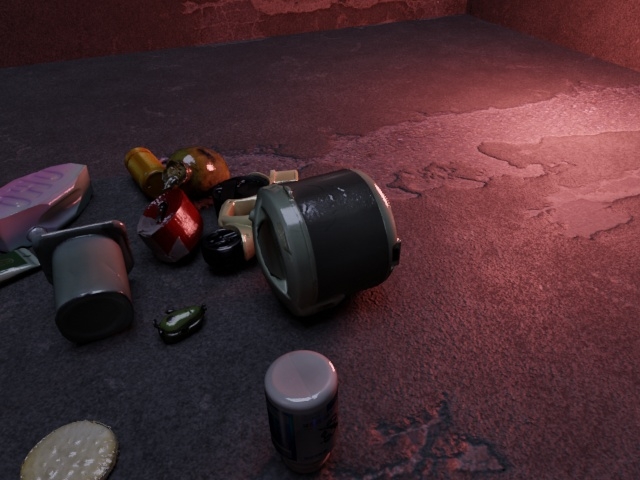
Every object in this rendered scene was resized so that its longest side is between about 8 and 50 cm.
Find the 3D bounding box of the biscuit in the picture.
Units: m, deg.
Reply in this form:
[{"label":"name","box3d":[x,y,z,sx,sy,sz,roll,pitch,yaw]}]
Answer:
[{"label":"biscuit","box3d":[-0.403,0.354,0.815,0.152,0.020,0.152,-2,35,1]}]

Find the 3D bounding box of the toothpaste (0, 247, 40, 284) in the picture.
[{"label":"toothpaste","box3d":[-0.838,0.118,1.132,0.099,0.061,0.392,29,41,29]}]

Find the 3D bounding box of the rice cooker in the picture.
[{"label":"rice cooker","box3d":[-0.003,0.001,1.088,0.277,0.288,0.288,-17,38,-19]}]

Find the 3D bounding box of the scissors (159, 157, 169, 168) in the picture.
[{"label":"scissors","box3d":[-0.459,-0.231,1.636,0.110,0.021,0.212,-21,39,-22]}]

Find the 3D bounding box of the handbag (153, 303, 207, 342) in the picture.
[{"label":"handbag","box3d":[-0.287,0.166,1.050,0.111,0.047,0.072,-27,44,-28]}]

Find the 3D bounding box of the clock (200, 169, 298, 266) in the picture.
[{"label":"clock","box3d":[-0.161,-0.070,1.323,0.277,0.120,0.379,-8,35,-3]}]

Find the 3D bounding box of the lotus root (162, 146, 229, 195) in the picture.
[{"label":"lotus root","box3d":[-0.359,-0.194,1.432,0.154,0.153,0.278,11,12,17]}]

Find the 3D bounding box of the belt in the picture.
[{"label":"belt","box3d":[-0.368,-0.033,1.270,0.128,0.124,0.200,-25,32,9]}]

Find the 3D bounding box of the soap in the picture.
[{"label":"soap","box3d":[-0.781,-0.099,1.391,0.193,0.109,0.323,10,36,15]}]

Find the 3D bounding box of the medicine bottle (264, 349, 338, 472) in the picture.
[{"label":"medicine bottle","box3d":[-0.026,0.268,0.774,0.107,0.191,0.107,-1,35,1]}]

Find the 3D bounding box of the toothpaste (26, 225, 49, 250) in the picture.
[{"label":"toothpaste","box3d":[-0.648,0.042,1.242,0.234,0.057,0.089,36,43,30]}]

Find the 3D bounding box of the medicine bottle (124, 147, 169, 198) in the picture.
[{"label":"medicine bottle","box3d":[-0.523,-0.206,1.539,0.096,0.096,0.192,-22,40,-26]}]

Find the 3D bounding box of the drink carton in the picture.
[{"label":"drink carton","box3d":[-0.474,0.094,1.062,0.186,0.191,0.189,-16,48,-24]}]
